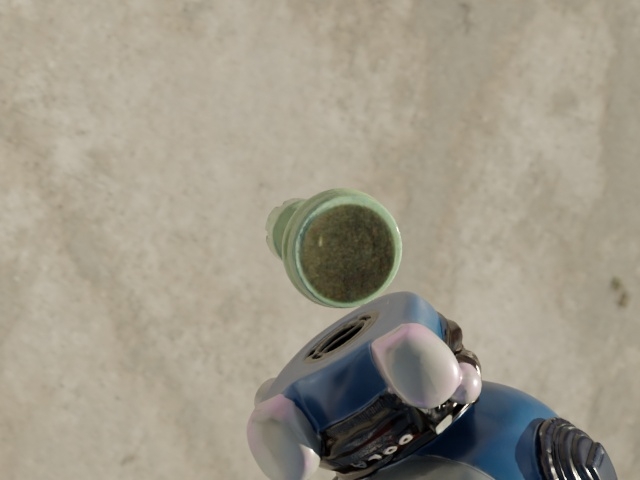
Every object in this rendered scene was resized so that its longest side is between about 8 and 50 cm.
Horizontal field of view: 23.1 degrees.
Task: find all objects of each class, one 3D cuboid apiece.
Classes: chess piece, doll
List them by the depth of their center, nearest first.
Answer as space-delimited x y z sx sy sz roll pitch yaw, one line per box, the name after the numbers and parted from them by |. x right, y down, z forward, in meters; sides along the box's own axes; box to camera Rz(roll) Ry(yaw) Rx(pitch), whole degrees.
0.000 0.000 0.896 0.067 0.103 0.067 -2 98 -18 | chess piece
0.103 0.205 1.379 0.310 0.284 0.240 55 33 -12 | doll
